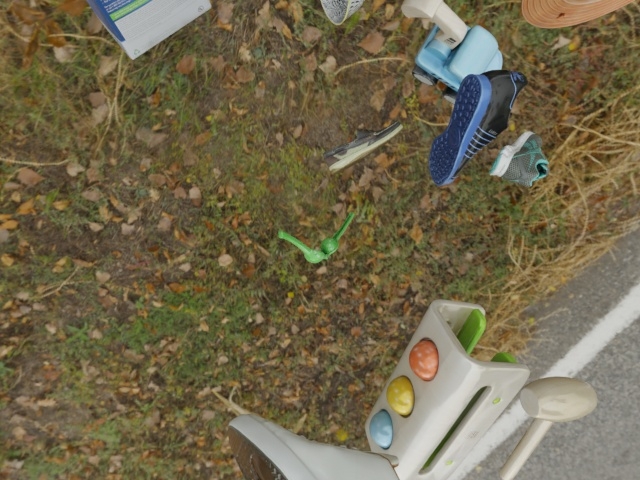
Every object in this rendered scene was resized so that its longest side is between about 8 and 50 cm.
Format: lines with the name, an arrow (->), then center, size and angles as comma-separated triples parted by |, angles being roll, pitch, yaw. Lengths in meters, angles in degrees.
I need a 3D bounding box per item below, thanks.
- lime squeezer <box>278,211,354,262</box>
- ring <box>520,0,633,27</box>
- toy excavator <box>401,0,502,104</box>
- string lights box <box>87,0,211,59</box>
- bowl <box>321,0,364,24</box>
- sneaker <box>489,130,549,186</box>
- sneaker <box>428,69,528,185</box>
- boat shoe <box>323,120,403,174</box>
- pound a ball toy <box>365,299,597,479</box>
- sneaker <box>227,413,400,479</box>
lime squeezer -> 0.000, 0.000, 1.137 | 0.058, 0.310, 0.110 | -17, 91, 43
ring -> 0.462, -0.437, 0.588 | 0.336, 0.336, 0.032 | -15, 80, 2
toy excavator -> 0.435, -0.645, 1.335 | 0.432, 0.445, 0.222 | 29, 102, -10
string lights box -> -0.220, -0.335, 0.432 | 0.133, 0.260, 0.077 | -39, 79, -9
bowl -> 0.055, -0.534, 0.821 | 0.080, 0.170, 0.170 | -20, 124, -11
sneaker -> 0.347, -0.131, 0.686 | 0.166, 0.076, 0.065 | -34, 151, -38
sneaker -> 0.254, -0.176, 0.679 | 0.090, 0.081, 0.232 | -11, 153, -11
boat shoe -> 0.075, -0.173, 0.720 | 0.152, 0.056, 0.049 | -33, 93, -5
pound a ball toy -> 0.176, 0.234, 0.567 | 0.135, 0.208, 0.319 | 8, 121, -18
sneaker -> 0.016, 0.289, 0.490 | 0.290, 0.123, 0.106 | 24, 122, 30
